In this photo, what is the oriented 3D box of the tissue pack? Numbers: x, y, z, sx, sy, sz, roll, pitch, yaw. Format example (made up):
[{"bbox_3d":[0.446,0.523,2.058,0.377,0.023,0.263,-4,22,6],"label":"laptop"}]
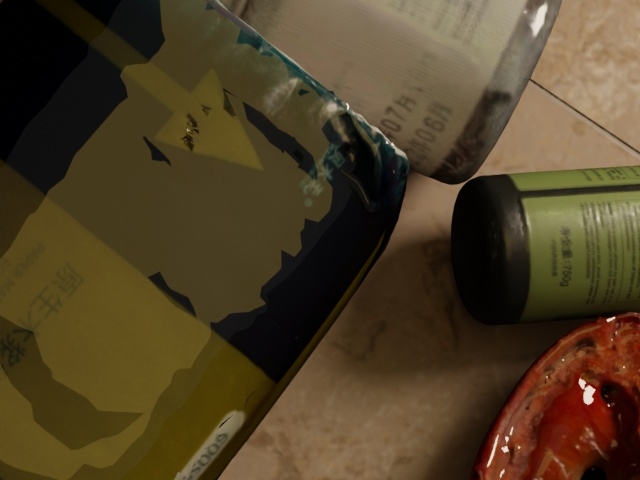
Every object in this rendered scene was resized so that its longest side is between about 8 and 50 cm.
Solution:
[{"bbox_3d":[-0.158,0.057,1.051,0.253,0.264,0.416,37,85,1],"label":"tissue pack"}]

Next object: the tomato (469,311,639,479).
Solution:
[{"bbox_3d":[0.206,0.171,1.218,0.228,0.101,0.228,-1,61,3],"label":"tomato"}]

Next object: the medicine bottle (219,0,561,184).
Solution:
[{"bbox_3d":[0.006,-0.161,1.229,0.273,0.165,0.165,25,73,-1],"label":"medicine bottle"}]

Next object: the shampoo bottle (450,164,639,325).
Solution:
[{"bbox_3d":[0.234,-0.002,1.273,0.283,0.101,0.101,-4,78,-14],"label":"shampoo bottle"}]
